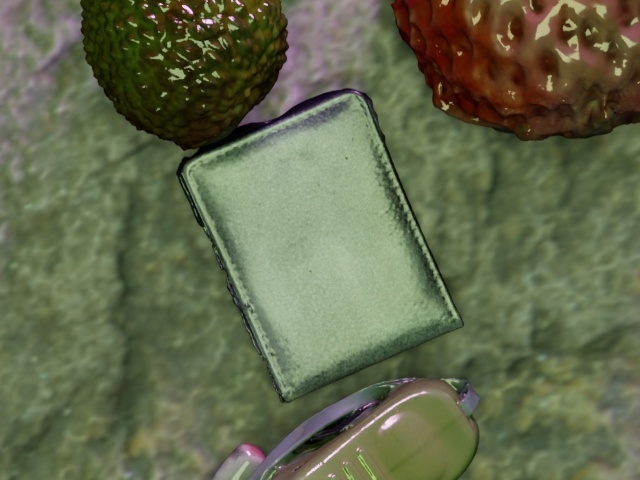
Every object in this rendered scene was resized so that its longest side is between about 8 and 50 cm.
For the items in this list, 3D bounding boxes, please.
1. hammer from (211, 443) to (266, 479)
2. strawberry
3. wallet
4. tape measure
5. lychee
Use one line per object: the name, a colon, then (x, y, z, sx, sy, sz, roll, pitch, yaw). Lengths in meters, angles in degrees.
hammer: (-0.046, 0.204, 1.355, 0.083, 0.031, 0.052, 39, 94, -7)
strawberry: (0.177, -0.245, 1.293, 0.265, 0.149, 0.336, -8, 89, 1)
wallet: (0.000, 0.000, 1.351, 0.167, 0.036, 0.222, -25, 92, -1)
tape measure: (0.029, 0.175, 1.280, 0.200, 0.175, 0.106, -36, 91, -34)
lychee: (-0.108, -0.159, 1.289, 0.171, 0.171, 0.171, 0, 90, 0)
